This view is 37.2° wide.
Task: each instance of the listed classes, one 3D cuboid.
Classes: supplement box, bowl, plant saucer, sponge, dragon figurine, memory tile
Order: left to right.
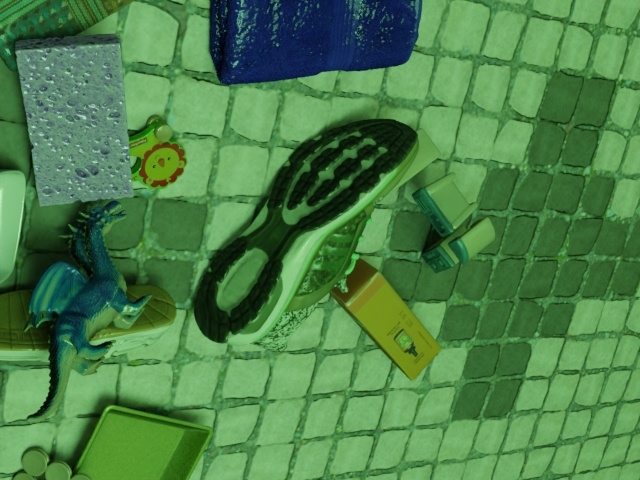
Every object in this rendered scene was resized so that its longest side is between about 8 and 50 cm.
[{"bbox_3d":[-0.399,-0.016,1.104,0.053,0.142,0.142,13,101,6],"label":"bowl"},{"bbox_3d":[-0.381,0.370,1.316,0.113,0.012,0.148,24,100,5],"label":"memory tile"},{"bbox_3d":[-0.303,0.082,1.139,0.144,0.085,0.289,36,58,-3],"label":"dragon figurine"},{"bbox_3d":[-0.288,-0.140,1.130,0.117,0.031,0.210,-5,127,-11],"label":"sponge"},{"bbox_3d":[-0.277,0.327,1.389,0.188,0.045,0.188,23,98,-39],"label":"plant saucer"},{"bbox_3d":[0.104,0.127,1.531,0.078,0.080,0.233,-45,127,-7],"label":"supplement box"}]

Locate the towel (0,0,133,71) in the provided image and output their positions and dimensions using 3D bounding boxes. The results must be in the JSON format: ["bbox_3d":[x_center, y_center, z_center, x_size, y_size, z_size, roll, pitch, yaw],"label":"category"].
[{"bbox_3d":[-0.315,-0.404,1.026,0.271,0.040,0.370,-34,128,-15],"label":"towel"}]

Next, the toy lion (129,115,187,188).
[{"bbox_3d":[-0.223,-0.106,1.234,0.100,0.034,0.096,-25,131,-22],"label":"toy lion"}]

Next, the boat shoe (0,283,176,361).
[{"bbox_3d":[-0.326,0.124,1.230,0.277,0.098,0.096,-2,140,-27],"label":"boat shoe"}]

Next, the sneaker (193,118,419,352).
[{"bbox_3d":[0.000,0.000,1.379,0.410,0.158,0.182,-47,141,1],"label":"sneaker"}]

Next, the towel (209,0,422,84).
[{"bbox_3d":[0.005,-0.324,1.251,0.308,0.076,0.228,-12,117,-29],"label":"towel"}]

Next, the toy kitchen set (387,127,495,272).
[{"bbox_3d":[0.149,-0.041,1.493,0.122,0.166,0.207,-36,90,-15],"label":"toy kitchen set"}]
